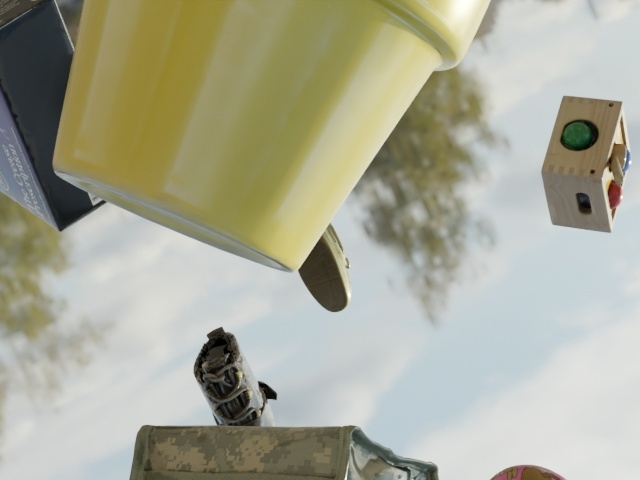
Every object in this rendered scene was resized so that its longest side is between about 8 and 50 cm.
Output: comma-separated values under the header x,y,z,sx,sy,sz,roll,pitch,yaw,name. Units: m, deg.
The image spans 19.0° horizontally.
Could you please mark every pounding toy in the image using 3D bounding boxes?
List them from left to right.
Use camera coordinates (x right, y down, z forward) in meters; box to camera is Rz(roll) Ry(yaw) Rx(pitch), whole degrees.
x,y,z,sx,sy,sz,roll,pitch,yaw,name
0.311,-0.085,2.163,0.100,0.141,0.130,8,-121,20,pounding toy

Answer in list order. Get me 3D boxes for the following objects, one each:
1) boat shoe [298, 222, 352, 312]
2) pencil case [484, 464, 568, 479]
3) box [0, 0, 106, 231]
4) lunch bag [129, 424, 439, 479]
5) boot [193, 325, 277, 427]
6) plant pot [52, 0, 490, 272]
x,y,z,sx,sy,sz,roll,pitch,yaw,name
-0.002,0.000,2.005,0.056,0.153,0.048,-32,174,41,boat shoe
0.249,0.396,2.099,0.160,0.167,0.386,-21,-160,6,pencil case
-0.336,-0.163,2.109,0.103,0.261,0.184,-34,-141,-21,box
-0.053,0.307,1.611,0.235,0.287,0.169,-3,159,36,lunch bag
-0.057,0.214,1.813,0.091,0.229,0.263,-25,-160,-1,boot
-0.044,-0.119,1.171,0.239,0.254,0.254,-68,-165,-4,plant pot
